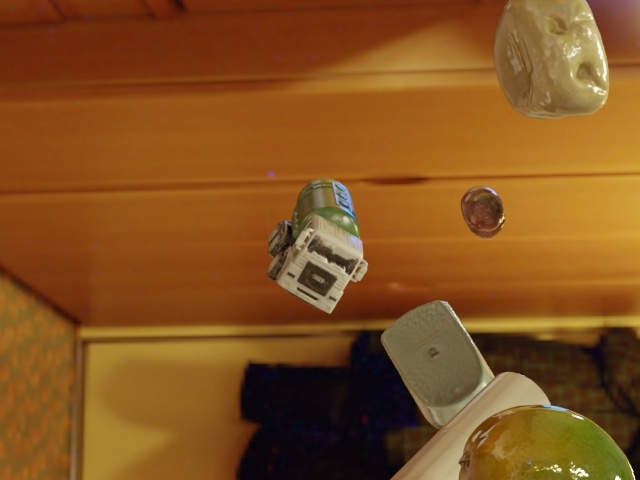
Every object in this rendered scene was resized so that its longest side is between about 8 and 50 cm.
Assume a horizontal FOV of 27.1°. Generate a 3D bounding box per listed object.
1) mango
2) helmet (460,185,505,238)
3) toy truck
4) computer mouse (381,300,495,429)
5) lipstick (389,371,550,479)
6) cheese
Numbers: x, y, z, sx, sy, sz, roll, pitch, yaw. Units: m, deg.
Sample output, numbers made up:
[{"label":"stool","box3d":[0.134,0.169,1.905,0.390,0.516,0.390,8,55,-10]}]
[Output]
[{"label":"mango","box3d":[0.225,0.262,1.217,0.251,0.156,0.114,58,-3,-17]},{"label":"helmet","box3d":[0.254,-0.042,2.026,0.084,0.065,0.049,61,-7,-8]},{"label":"toy truck","box3d":[0.000,0.000,1.768,0.125,0.101,0.242,-55,-168,15]},{"label":"computer mouse","box3d":[0.184,0.193,2.009,0.231,0.128,0.079,64,1,43]},{"label":"lipstick","box3d":[0.133,0.266,1.451,0.327,0.087,0.087,-37,135,-39]},{"label":"cheese","box3d":[0.358,-0.281,2.068,0.235,0.117,0.218,86,-20,-44]}]
